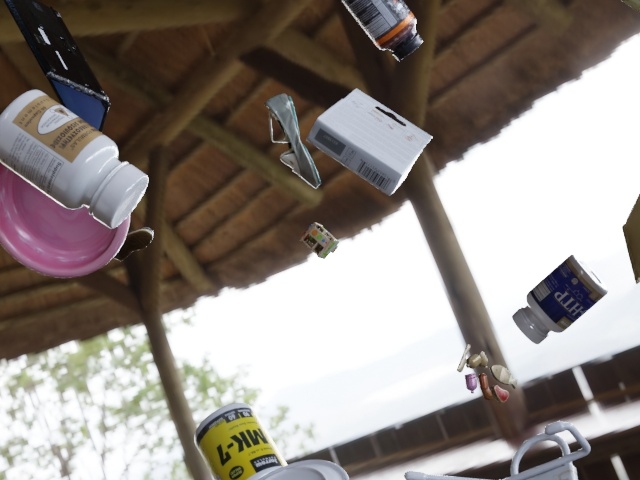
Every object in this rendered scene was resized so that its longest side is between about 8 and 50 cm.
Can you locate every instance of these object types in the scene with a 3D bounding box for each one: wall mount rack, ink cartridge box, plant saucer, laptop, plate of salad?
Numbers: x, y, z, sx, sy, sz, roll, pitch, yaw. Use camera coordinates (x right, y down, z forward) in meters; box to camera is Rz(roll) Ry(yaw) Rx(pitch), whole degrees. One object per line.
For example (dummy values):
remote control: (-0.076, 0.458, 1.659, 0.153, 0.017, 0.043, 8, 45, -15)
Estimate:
wall mount rack: (0.294, 0.440, 1.623, 0.304, 0.130, 0.350, -28, 33, 24)
ink cartridge box: (0.097, -0.191, 1.921, 0.066, 0.189, 0.232, -59, -5, 26)
plant saucer: (-0.561, -0.086, 2.193, 0.332, 0.332, 0.084, -25, 13, 19)
laptop: (-0.495, -0.304, 1.835, 0.136, 0.234, 0.264, -39, -22, 15)
plate of salad: (-0.046, 0.389, 1.450, 0.199, 0.048, 0.200, -21, 24, 9)

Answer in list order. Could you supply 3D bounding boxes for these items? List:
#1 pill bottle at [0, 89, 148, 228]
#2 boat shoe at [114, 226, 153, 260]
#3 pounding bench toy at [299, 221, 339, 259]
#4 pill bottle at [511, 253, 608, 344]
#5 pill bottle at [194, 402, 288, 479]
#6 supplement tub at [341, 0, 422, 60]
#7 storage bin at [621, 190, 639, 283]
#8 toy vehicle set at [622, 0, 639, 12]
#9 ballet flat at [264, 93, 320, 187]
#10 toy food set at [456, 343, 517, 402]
pill bottle: (-0.394, -0.124, 1.604, 0.131, 0.229, 0.131, -55, -3, -5)
boat shoe: (-0.457, -0.003, 2.469, 0.152, 0.056, 0.049, -26, 34, 37)
pounding bench toy: (0.000, 0.000, 2.186, 0.052, 0.065, 0.083, -49, -15, 6)
pill bottle: (0.499, 0.128, 2.134, 0.187, 0.112, 0.112, -45, -16, 17)
pill bottle: (-0.119, 0.388, 1.715, 0.119, 0.208, 0.119, -23, -38, -19)
supplement tub: (0.133, -0.483, 2.173, 0.106, 0.198, 0.106, -37, 15, 12)
storage bin: (0.682, -0.066, 1.896, 0.260, 0.123, 0.262, -74, 1, -59)
toy vehicle set: (0.669, -0.458, 1.987, 0.035, 0.266, 0.166, -55, 8, 31)
ballet flat: (-0.065, -0.203, 2.147, 0.068, 0.213, 0.072, -21, 11, -8)
toy food set: (0.276, 0.233, 1.713, 0.019, 0.122, 0.078, -27, 29, 52)
